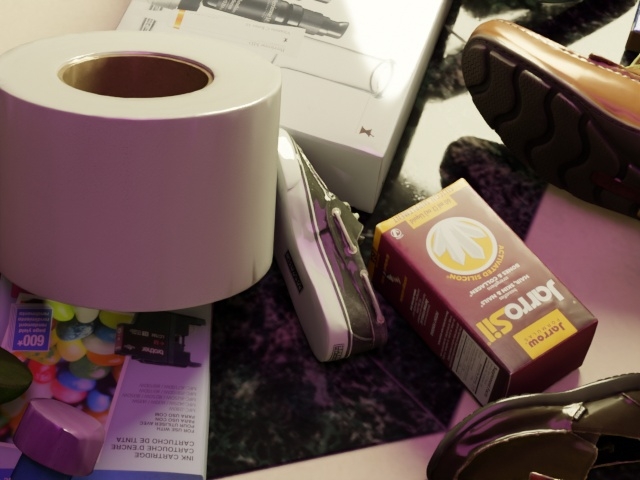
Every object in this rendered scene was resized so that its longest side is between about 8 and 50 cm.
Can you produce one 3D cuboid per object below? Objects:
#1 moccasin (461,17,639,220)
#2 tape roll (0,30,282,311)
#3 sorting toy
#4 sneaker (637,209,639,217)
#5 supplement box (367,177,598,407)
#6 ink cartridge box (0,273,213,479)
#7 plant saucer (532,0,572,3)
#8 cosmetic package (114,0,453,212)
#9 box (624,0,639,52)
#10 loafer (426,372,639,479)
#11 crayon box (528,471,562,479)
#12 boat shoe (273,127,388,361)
[{"bbox_3d":[0.310,-0.106,1.571,0.380,0.139,0.147,25,55,12],"label":"moccasin"},{"bbox_3d":[-0.157,-0.064,1.422,0.246,0.169,0.246,4,22,-2],"label":"tape roll"},{"bbox_3d":[-0.328,0.125,1.343,0.365,0.127,0.126,29,96,30],"label":"sorting toy"},{"bbox_3d":[0.365,-0.058,1.455,0.086,0.064,0.192,42,63,15],"label":"sneaker"},{"bbox_3d":[0.139,0.050,1.477,0.104,0.081,0.188,-29,62,-24],"label":"supplement box"},{"bbox_3d":[-0.185,0.147,1.392,0.186,0.065,0.311,2,55,-3],"label":"ink cartridge box"},{"bbox_3d":[0.256,-0.397,1.692,0.317,0.317,0.044,-29,26,-23],"label":"plant saucer"},{"bbox_3d":[-0.024,-0.230,1.662,0.284,0.097,0.377,18,54,5],"label":"cosmetic package"},{"bbox_3d":[0.410,-0.268,1.761,0.136,0.036,0.225,17,55,7],"label":"box"},{"bbox_3d":[0.195,0.171,1.393,0.220,0.080,0.078,-15,56,-16],"label":"loafer"},{"bbox_3d":[0.279,0.298,1.234,0.318,0.202,0.081,19,54,10],"label":"crayon box"},{"bbox_3d":[0.000,0.000,1.495,0.070,0.078,0.219,-12,76,-23],"label":"boat shoe"}]
